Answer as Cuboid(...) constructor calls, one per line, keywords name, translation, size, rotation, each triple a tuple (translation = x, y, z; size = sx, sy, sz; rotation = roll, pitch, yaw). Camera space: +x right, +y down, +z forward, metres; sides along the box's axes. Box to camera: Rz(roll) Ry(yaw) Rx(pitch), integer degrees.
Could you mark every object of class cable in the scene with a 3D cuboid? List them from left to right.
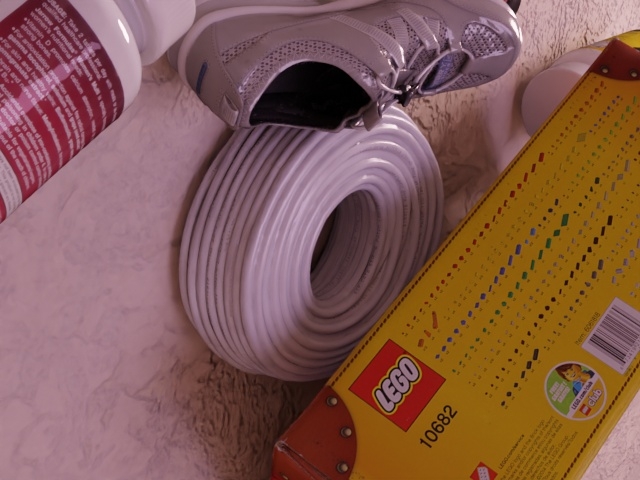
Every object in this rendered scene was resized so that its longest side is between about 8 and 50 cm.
Cuboid(name="cable", translation=(0.000, 0.000, 0.880), size=(0.257, 0.089, 0.257), rotation=(-49, 140, -24))

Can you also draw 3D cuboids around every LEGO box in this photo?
Cuboid(name="LEGO box", translation=(0.177, 0.117, 0.974), size=(0.500, 0.193, 0.372), rotation=(-48, 164, -26))

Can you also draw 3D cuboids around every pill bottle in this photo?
Cuboid(name="pill bottle", translation=(-0.178, -0.091, 0.578), size=(0.221, 0.121, 0.121), rotation=(-48, 140, -25))
Cuboid(name="pill bottle", translation=(0.325, -0.167, 1.184), size=(0.208, 0.119, 0.119), rotation=(-25, 127, -43))

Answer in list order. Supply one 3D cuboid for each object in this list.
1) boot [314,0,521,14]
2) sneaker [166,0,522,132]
Cuboid(name="boot", translation=(0.095, -0.206, 0.908), size=(0.244, 0.088, 0.176), rotation=(-36, 150, -23))
Cuboid(name="sneaker", translation=(0.033, -0.119, 0.766), size=(0.281, 0.115, 0.105), rotation=(-10, 142, -23))
